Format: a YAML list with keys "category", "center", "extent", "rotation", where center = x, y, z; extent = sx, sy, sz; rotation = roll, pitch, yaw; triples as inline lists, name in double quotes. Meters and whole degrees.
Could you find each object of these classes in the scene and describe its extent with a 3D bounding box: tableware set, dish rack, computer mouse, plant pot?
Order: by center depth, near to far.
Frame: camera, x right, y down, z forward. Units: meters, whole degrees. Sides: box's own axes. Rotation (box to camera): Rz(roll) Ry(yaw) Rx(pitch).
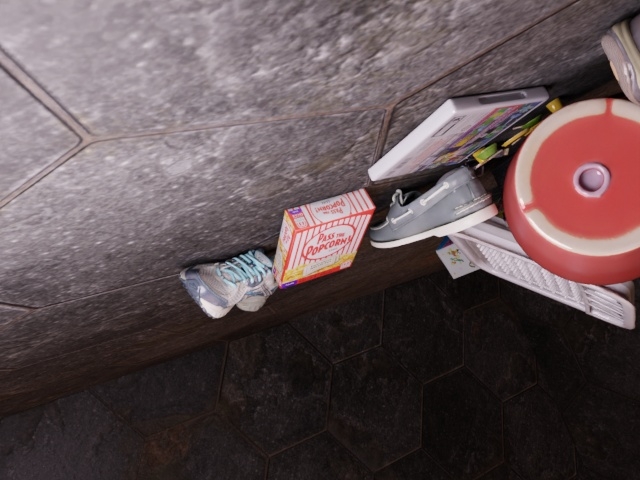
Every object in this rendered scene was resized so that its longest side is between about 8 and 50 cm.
- category: "plant pot"
  center: [0.378, -0.071, 0.836]
  extent: [0.275, 0.275, 0.243]
  rotation: [-25, 168, 20]
- category: "tableware set"
  center: [0.298, -0.165, 0.921]
  extent: [0.154, 0.024, 0.104]
  rotation: [-33, 175, 5]
- category: "computer mouse"
  center: [0.252, -0.119, 1.089]
  extent: [0.106, 0.042, 0.193]
  rotation: [-21, 165, -26]
- category: "dish rack"
  center: [0.418, 0.049, 1.116]
  extent: [0.333, 0.072, 0.285]
  rotation: [23, 176, 31]

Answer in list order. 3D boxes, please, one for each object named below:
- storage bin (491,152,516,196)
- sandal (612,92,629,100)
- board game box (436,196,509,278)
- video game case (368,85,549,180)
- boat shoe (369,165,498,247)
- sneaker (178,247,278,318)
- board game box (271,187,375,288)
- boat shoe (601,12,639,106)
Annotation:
- category: "storage bin"
  center: [0.444, -0.147, 1.198]
  extent: [0.122, 0.084, 0.180]
  rotation: [-16, 168, -26]
- category: "sandal"
  center: [0.506, -0.213, 1.046]
  extent: [0.219, 0.060, 0.090]
  rotation: [-17, 169, -23]
- category: "board game box"
  center: [0.479, -0.037, 1.592]
  extent: [0.303, 0.097, 0.224]
  rotation: [-29, -170, 34]
- category: "video game case"
  center: [0.189, -0.149, 0.856]
  extent: [0.183, 0.023, 0.201]
  rotation: [-15, 167, -31]
- category: "boat shoe"
  center: [0.183, -0.057, 1.096]
  extent: [0.116, 0.099, 0.319]
  rotation: [-26, -175, -28]
- category: "sneaker"
  center: [-0.151, 0.060, 1.111]
  extent: [0.122, 0.110, 0.283]
  rotation: [-42, 167, 13]
- category: "board game box"
  center: [0.000, 0.000, 1.042]
  extent: [0.146, 0.045, 0.193]
  rotation: [-17, 152, -21]
- category: "boat shoe"
  center: [0.487, -0.230, 0.727]
  extent: [0.355, 0.132, 0.130]
  rotation: [-15, 168, -37]
